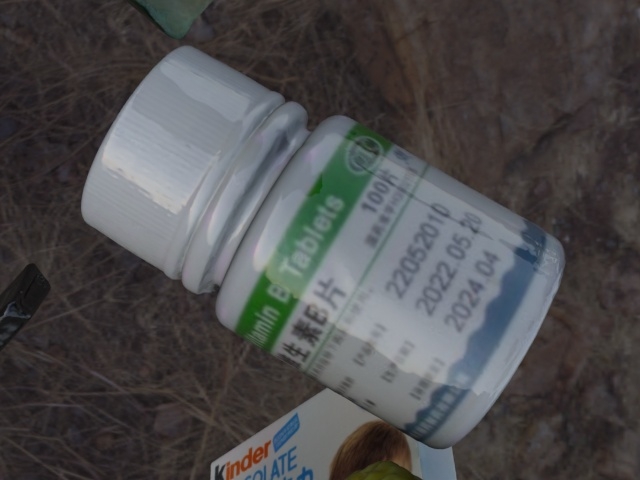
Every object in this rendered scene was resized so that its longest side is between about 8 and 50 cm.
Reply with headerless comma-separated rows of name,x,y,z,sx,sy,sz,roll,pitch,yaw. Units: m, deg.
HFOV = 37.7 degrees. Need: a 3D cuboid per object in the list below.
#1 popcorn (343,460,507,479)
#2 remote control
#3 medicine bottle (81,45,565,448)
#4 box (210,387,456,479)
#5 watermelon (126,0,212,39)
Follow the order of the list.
popcorn,0.065,0.185,0.465,0.173,0.173,0.142,7,86,-41
remote control,-0.254,0.110,0.588,0.025,0.245,0.063,42,17,-14
medicine bottle,0.000,0.000,0.514,0.237,0.139,0.139,31,63,1
box,0.002,0.252,0.753,0.048,0.273,0.265,26,42,-31
watermelon,-0.045,-0.218,0.334,0.261,0.201,0.213,78,5,-61
